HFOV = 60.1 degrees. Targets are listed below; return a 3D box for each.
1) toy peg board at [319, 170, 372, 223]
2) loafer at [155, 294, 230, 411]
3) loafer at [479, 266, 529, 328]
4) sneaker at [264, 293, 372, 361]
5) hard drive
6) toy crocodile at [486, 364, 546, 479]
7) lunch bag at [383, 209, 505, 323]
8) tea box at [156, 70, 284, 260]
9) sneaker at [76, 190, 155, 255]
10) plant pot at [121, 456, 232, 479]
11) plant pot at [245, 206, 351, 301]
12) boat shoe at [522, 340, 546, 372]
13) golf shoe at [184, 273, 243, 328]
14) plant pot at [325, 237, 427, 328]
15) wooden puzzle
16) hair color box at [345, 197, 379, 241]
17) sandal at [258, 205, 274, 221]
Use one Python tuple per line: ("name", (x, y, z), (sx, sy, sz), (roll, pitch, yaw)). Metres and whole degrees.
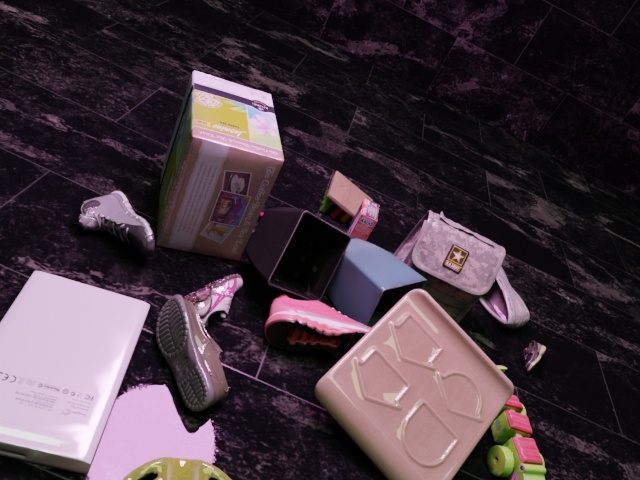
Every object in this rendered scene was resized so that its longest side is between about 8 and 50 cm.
("toy peg board", (0.078, -0.116, 1.780), (0.161, 0.079, 0.161), (38, 33, -14))
("loafer", (-0.253, 0.223, 1.104), (0.087, 0.094, 0.251), (23, 36, -54))
("loafer", (0.521, 0.134, 1.719), (0.111, 0.112, 0.319), (7, 40, -42))
("sneaker", (0.026, 0.196, 1.294), (0.314, 0.116, 0.136), (18, 32, -16))
("hard drive", (-0.467, 0.215, 0.985), (0.233, 0.047, 0.353), (19, 36, -13))
("toy crocodile", (0.441, 0.443, 1.272), (0.115, 0.105, 0.340), (17, 37, -16))
("lunch bag", (0.326, 0.078, 1.501), (0.235, 0.287, 0.169), (26, 34, -5))
("tea box", (-0.262, -0.185, 1.391), (0.220, 0.329, 0.323), (12, 37, -23))
("sneaker", (-0.480, -0.027, 1.268), (0.132, 0.086, 0.229), (-14, 42, -39))
("plant pot", (-0.213, 0.422, 0.713), (0.276, 0.254, 0.276), (18, 36, -14))
("plant pot", (-0.072, 0.017, 1.361), (0.167, 0.188, 0.187), (27, 0, 44))
("boat shoe", (0.601, 0.330, 1.580), (0.049, 0.056, 0.152), (37, 25, 20))
("golf shoe", (-0.233, 0.134, 1.249), (0.186, 0.067, 0.086), (-32, 98, -57))
("plant pot", (0.114, 0.105, 1.435), (0.165, 0.165, 0.234), (-8, 41, -41))
("wooden puzzle", (0.202, 0.324, 1.184), (0.348, 0.080, 0.322), (-39, 82, -28))
("hair color box", (0.109, -0.027, 1.588), (0.053, 0.167, 0.093), (25, 34, -6))
("sandal", (-0.154, -0.078, 1.582), (0.179, 0.040, 0.067), (42, 37, 19))
